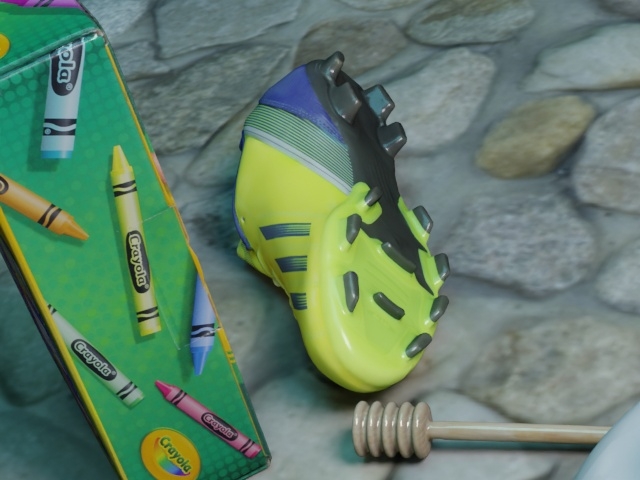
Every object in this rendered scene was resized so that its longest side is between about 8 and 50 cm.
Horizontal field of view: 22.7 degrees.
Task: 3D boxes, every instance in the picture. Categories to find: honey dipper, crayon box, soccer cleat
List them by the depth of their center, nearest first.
[{"bbox_3d":[0.097,0.099,0.815,0.161,0.030,0.030,0,38,16],"label":"honey dipper"},{"bbox_3d":[-0.127,-0.006,0.832,0.081,0.278,0.165,-27,36,-12],"label":"crayon box"},{"bbox_3d":[0.001,0.000,0.962,0.121,0.093,0.289,-39,33,23],"label":"soccer cleat"}]

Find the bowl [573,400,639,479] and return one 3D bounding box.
[{"bbox_3d":[0.215,0.125,0.633,0.298,0.134,0.298,-11,35,8],"label":"bowl"}]
